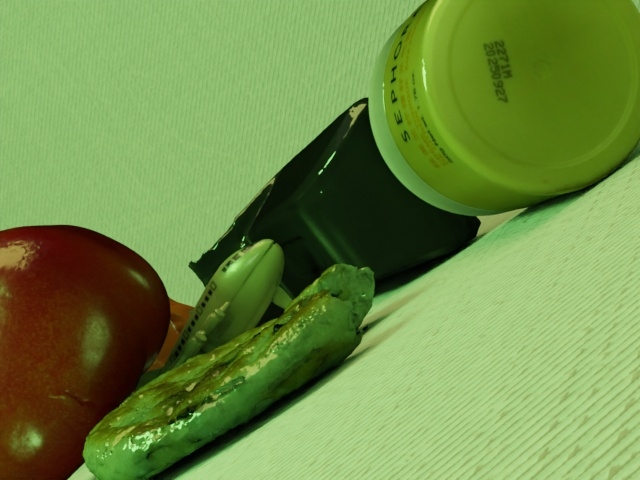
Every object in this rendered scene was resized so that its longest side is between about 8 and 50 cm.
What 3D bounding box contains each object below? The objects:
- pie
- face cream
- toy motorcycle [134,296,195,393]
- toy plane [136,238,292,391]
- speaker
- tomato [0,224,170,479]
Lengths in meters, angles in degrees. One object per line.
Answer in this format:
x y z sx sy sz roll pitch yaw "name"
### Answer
-0.077 0.121 1.175 0.302 0.067 0.302 -33 4 2 "pie"
0.170 -0.138 1.227 0.218 0.218 0.179 -34 3 -13 "face cream"
-0.261 0.183 1.791 0.325 0.148 0.221 -32 -20 -3 "toy motorcycle"
-0.114 0.106 1.448 0.256 0.104 0.242 -44 -4 20 "toy plane"
0.000 0.000 1.473 0.184 0.180 0.388 -41 3 -17 "speaker"
-0.299 0.112 1.370 0.299 0.226 0.298 -54 8 11 "tomato"
